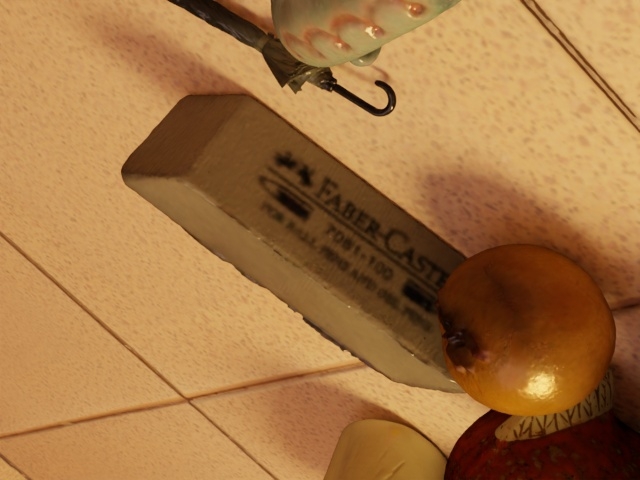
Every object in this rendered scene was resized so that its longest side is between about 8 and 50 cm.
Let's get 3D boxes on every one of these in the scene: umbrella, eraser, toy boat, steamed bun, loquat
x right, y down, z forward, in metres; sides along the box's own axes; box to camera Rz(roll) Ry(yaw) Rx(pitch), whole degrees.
[{"bbox_3d":[-0.061,-0.157,0.983,0.269,0.044,0.044,29,123,15],"label":"umbrella"},{"bbox_3d":[0.000,0.000,1.074,0.352,0.111,0.077,37,152,-2],"label":"eraser"},{"bbox_3d":[0.051,-0.152,0.762,0.208,0.134,0.079,-7,121,54],"label":"toy boat"},{"bbox_3d":[0.072,0.341,1.420,0.155,0.200,0.250,10,139,16],"label":"steamed bun"},{"bbox_3d":[0.160,0.070,0.984,0.141,0.141,0.141,27,150,17],"label":"loquat"}]

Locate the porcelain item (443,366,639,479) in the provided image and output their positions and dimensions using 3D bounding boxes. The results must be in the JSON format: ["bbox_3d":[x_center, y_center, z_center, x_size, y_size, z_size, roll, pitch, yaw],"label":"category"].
[{"bbox_3d":[0.243,0.224,1.094,0.253,0.253,0.253,27,150,17],"label":"porcelain item"}]
